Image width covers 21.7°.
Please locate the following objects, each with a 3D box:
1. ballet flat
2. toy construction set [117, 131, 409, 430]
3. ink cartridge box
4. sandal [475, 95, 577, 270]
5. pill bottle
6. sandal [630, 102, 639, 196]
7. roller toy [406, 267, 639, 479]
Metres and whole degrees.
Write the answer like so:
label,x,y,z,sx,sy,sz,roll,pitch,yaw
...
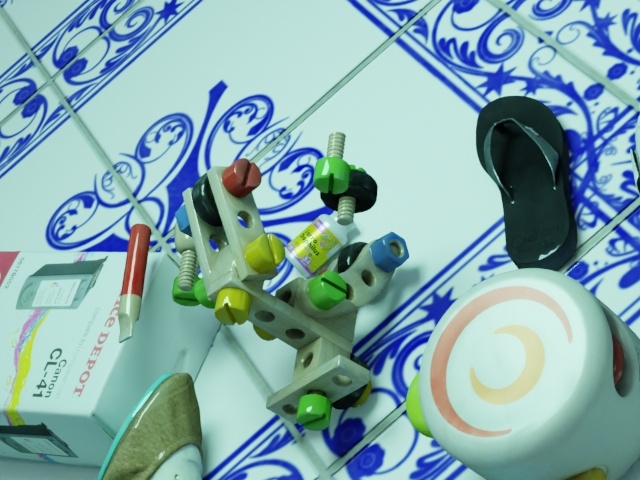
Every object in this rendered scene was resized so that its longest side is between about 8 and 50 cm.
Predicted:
label,x,y,z,sx,sy,sz,roll,pitch,yaw
ballet flat,-0.196,0.302,1.727,0.124,0.116,0.342,26,72,28
toy construction set,-0.070,0.073,1.719,0.309,0.257,0.237,-9,57,25
ink cartridge box,-0.298,0.133,1.932,0.306,0.131,0.226,-2,54,37
sandal,0.217,-0.075,1.762,0.097,0.054,0.254,-29,40,16
pill bottle,0.000,0.000,1.883,0.083,0.043,0.043,-43,39,-1
sandal,0.334,-0.045,1.547,0.076,0.102,0.265,-49,24,21
roller toy,0.201,0.136,1.507,0.209,0.146,0.191,33,87,45
